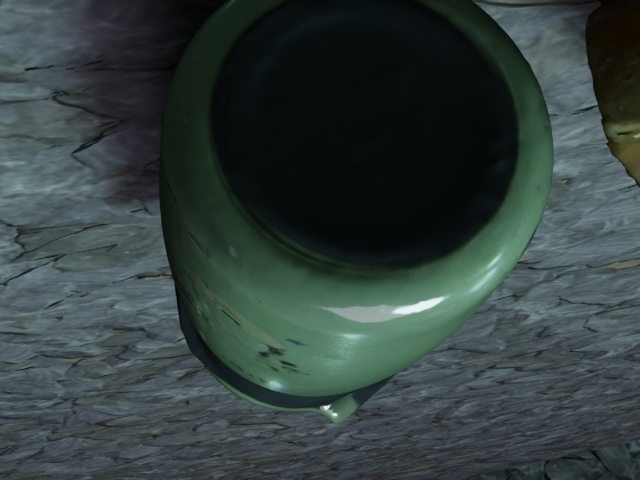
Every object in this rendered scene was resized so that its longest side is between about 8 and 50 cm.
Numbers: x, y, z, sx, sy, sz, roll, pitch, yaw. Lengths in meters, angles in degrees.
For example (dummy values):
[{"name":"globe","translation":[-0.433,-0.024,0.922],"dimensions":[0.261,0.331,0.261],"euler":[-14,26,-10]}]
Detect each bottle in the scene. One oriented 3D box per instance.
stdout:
[{"name":"bottle","translation":[-0.001,-0.001,0.825],"dimensions":[0.169,0.168,0.347],"euler":[-7,166,-9]}]

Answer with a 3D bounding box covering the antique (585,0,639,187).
[{"name":"antique","translation":[0.211,-0.066,0.851],"dimensions":[0.087,0.093,0.310],"euler":[-14,165,19]}]
